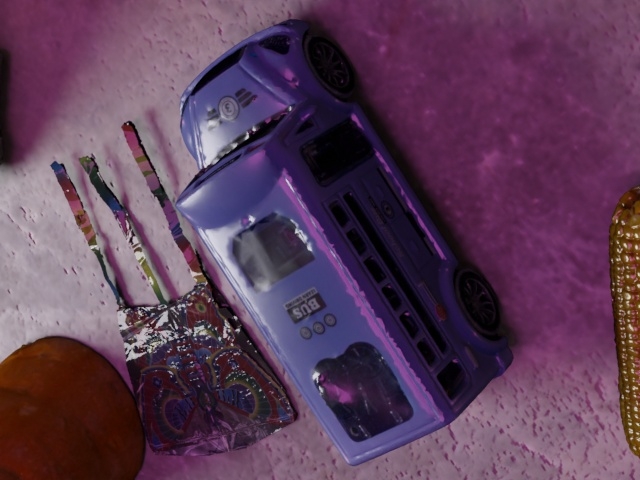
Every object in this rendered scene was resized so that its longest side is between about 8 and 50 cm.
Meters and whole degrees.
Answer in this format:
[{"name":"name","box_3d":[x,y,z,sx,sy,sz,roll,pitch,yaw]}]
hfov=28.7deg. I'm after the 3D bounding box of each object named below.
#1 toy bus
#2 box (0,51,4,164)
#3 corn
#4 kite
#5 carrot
[{"name":"toy bus","box_3d":[0.000,0.000,0.864,0.125,0.133,0.292,-31,93,33]},{"name":"box","box_3d":[-0.350,-0.095,0.967,0.148,0.210,0.129,19,109,19]},{"name":"corn","box_3d":[0.222,0.055,0.809,0.068,0.068,0.207,3,109,26]},{"name":"kite","box_3d":[-0.128,0.046,1.020,0.152,0.015,0.285,-17,103,28]},{"name":"carrot","box_3d":[-0.272,0.199,1.033,0.159,0.225,0.159,13,118,26]}]
